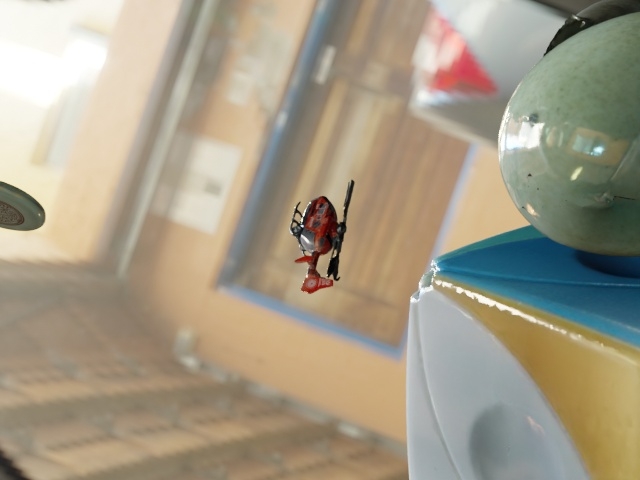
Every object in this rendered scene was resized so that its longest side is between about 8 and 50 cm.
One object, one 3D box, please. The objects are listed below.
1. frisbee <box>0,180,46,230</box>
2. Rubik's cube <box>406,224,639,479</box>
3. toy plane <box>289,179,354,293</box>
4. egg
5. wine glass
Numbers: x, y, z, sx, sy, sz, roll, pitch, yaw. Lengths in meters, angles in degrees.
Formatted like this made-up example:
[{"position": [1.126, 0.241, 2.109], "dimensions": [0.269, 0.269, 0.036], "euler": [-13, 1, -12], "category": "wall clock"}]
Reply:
[{"position": [-0.346, -0.038, 2.066], "dimensions": [0.110, 0.014, 0.110], "euler": [13, 156, 6], "category": "frisbee"}, {"position": [0.317, 0.180, 1.996], "dimensions": [0.352, 0.347, 0.351], "euler": [19, -154, 42], "category": "Rubik's cube"}, {"position": [0.000, 0.000, 2.002], "dimensions": [0.060, 0.145, 0.037], "euler": [-7, 136, 22], "category": "toy plane"}, {"position": [0.234, -0.075, 1.342], "dimensions": [0.236, 0.169, 0.169], "euler": [-14, -164, -19], "category": "egg"}, {"position": [0.294, -0.184, 1.910], "dimensions": [0.111, 0.111, 0.204], "euler": [21, -160, 23], "category": "wine glass"}]
